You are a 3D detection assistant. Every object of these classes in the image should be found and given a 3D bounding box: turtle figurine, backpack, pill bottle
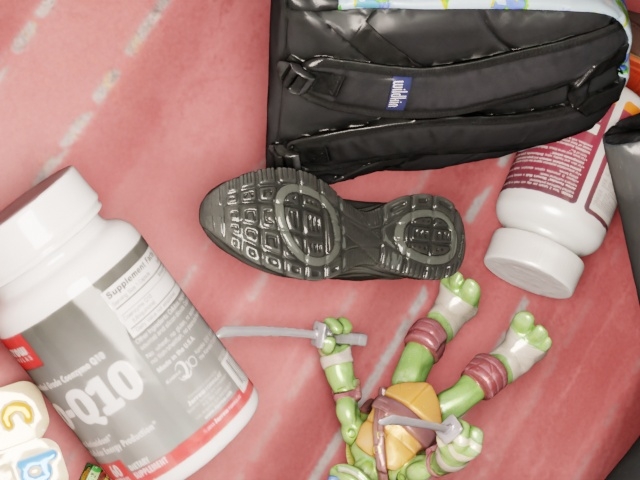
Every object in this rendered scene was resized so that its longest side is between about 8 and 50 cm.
[{"bbox_3d":[0.094,0.130,1.727,0.266,0.198,0.274,-43,119,-29],"label":"turtle figurine"},{"bbox_3d":[0.128,-0.198,1.721,0.355,0.290,0.273,2,49,0],"label":"backpack"},{"bbox_3d":[0.258,-0.059,1.863,0.121,0.121,0.221,29,75,-20],"label":"pill bottle"},{"bbox_3d":[-0.200,0.084,1.626,0.161,0.161,0.283,-41,102,-21],"label":"pill bottle"}]

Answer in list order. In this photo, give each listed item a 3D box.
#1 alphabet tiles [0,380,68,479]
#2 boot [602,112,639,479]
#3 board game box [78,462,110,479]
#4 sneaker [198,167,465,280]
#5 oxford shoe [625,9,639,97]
[{"bbox_3d":[-0.367,0.246,1.603,0.278,0.021,0.284,-18,89,-19],"label":"alphabet tiles"},{"bbox_3d":[0.358,0.095,1.806,0.367,0.146,0.445,-28,119,-41],"label":"boot"},{"bbox_3d":[-0.217,0.357,1.672,0.136,0.030,0.259,29,75,-22],"label":"board game box"},{"bbox_3d":[0.000,0.000,1.733,0.286,0.130,0.109,11,76,-31],"label":"sneaker"},{"bbox_3d":[0.303,-0.217,1.928,0.271,0.097,0.098,32,46,-16],"label":"oxford shoe"}]
